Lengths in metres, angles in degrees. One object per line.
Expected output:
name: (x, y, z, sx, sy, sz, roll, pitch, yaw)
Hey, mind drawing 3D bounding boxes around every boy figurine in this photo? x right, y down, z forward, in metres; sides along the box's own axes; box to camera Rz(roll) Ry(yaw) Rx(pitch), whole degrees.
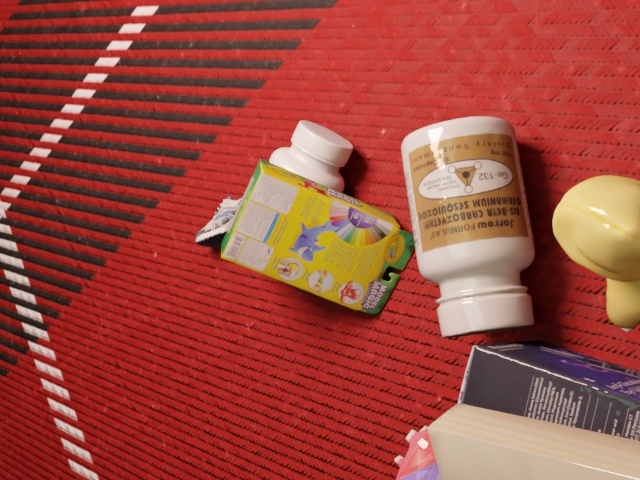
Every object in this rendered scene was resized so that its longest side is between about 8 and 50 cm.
boy figurine: (0.294, 0.003, 0.736, 0.092, 0.285, 0.177, 34, 112, 36)

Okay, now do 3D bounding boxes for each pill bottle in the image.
pill bottle: (0.169, -0.012, 0.938, 0.131, 0.131, 0.229, -15, 78, 38)
pill bottle: (-0.034, -0.057, 1.123, 0.108, 0.108, 0.193, 40, 111, 34)

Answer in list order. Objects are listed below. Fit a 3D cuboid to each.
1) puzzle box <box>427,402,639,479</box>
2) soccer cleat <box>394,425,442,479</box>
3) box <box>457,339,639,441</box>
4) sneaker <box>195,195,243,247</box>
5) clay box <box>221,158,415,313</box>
puzzle box: (0.258, 0.354, 0.748, 0.272, 0.052, 0.409, 1, 113, 49)
soccer cleat: (0.109, 0.340, 1.000, 0.095, 0.083, 0.248, 29, 103, 32)
box: (0.261, 0.179, 0.834, 0.207, 0.153, 0.108, 16, 97, 38)
sneaker: (-0.133, -0.033, 1.248, 0.135, 0.052, 0.058, -26, 61, 28)
clay box: (0.000, 0.000, 1.061, 0.127, 0.222, 0.053, -63, 16, 17)
